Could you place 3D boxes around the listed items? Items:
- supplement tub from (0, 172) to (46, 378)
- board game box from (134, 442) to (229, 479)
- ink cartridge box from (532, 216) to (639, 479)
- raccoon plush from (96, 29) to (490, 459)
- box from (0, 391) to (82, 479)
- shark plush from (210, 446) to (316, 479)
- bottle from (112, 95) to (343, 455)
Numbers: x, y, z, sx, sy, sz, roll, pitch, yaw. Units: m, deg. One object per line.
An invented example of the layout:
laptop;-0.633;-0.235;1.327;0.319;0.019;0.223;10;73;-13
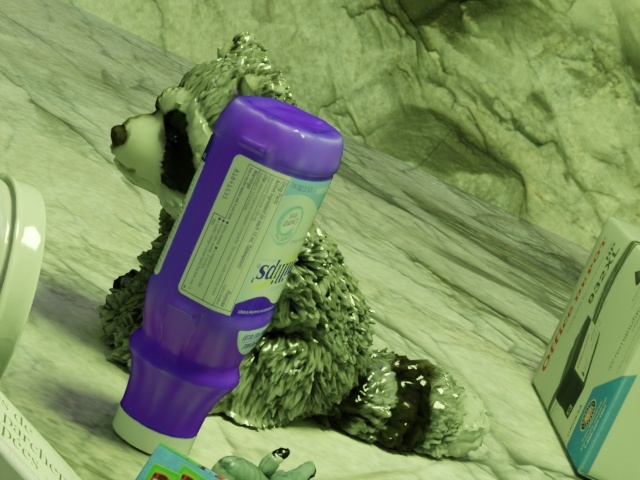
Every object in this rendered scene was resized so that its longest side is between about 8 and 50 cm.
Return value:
supplement tub;-0.343;0.001;1.218;0.272;0.191;0.191;19;13;-25
board game box;-0.011;0.214;1.139;0.211;0.039;0.160;28;-19;14
ink cartridge box;0.350;0.125;1.955;0.129;0.223;0.307;22;12;-8
raccoon plush;0.000;0.000;1.633;0.446;0.299;0.216;15;15;-38
box;-0.131;0.161;0.895;0.324;0.067;0.063;52;6;-19
shark plush;-0.037;0.183;1.326;0.073;0.067;0.161;32;14;35
bottle;-0.078;0.030;1.386;0.092;0.283;0.118;27;11;15
